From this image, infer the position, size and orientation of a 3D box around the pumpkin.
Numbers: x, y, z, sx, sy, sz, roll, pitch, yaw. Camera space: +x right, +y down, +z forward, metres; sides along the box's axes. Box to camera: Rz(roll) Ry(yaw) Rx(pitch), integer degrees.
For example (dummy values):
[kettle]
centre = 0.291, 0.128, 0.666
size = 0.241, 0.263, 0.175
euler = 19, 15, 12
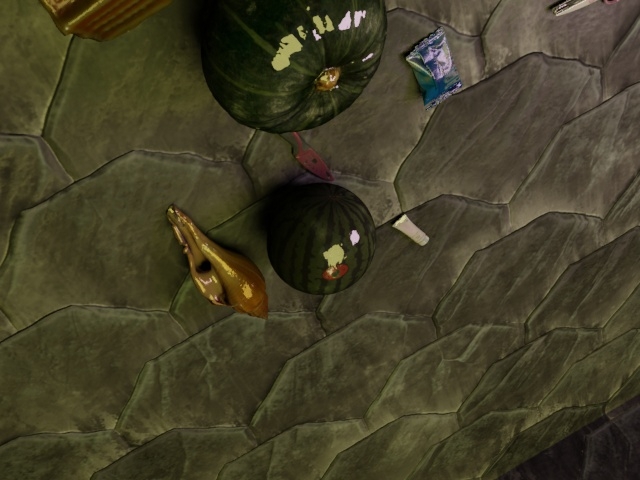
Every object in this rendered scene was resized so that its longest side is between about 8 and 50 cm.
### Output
[pumpkin]
centre = -0.042, -0.296, 1.290
size = 0.300, 0.207, 0.300
euler = -35, 155, -19

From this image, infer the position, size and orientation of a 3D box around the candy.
[candy]
centre = 0.206, -0.308, 1.571
size = 0.088, 0.038, 0.136
euler = -34, 131, -4

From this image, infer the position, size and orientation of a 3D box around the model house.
[model house]
centre = -0.257, -0.377, 1.100
size = 0.268, 0.173, 0.239
euler = -33, 139, 4

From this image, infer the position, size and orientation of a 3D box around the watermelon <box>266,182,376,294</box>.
[watermelon]
centre = 0.000, 0.000, 1.612
size = 0.212, 0.212, 0.212
euler = -18, 137, -17

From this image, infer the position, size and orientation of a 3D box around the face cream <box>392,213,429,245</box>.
[face cream]
centre = 0.194, -0.021, 1.859
size = 0.038, 0.020, 0.115
euler = -42, 136, 12

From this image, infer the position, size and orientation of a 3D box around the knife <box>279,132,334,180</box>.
[knife]
centre = -0.036, -0.164, 1.571
size = 0.035, 0.018, 0.247
euler = -41, 140, 5

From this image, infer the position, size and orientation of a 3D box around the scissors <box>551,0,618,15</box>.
[scissors]
centre = 0.508, -0.458, 1.626
size = 0.176, 0.022, 0.085
euler = -26, 144, -12

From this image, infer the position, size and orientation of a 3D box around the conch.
[conch]
centre = -0.190, 0.046, 1.641
size = 0.109, 0.093, 0.330
euler = -26, 121, 18
